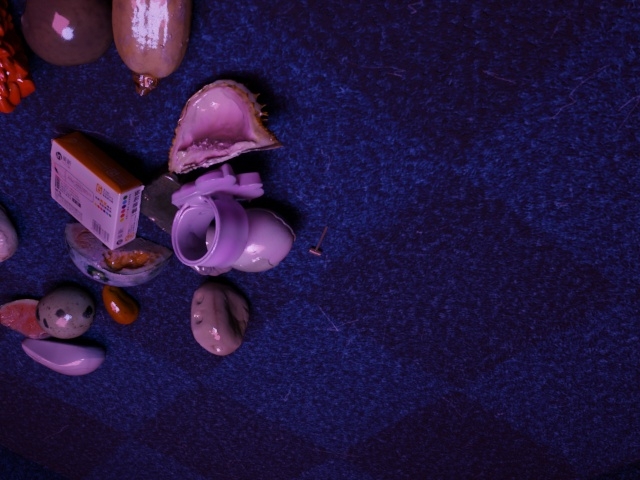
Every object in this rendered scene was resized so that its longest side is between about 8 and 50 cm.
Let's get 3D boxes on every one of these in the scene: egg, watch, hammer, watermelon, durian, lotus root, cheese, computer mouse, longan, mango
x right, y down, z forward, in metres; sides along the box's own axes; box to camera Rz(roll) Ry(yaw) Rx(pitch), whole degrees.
[{"bbox_3d":[-0.172,-0.006,1.681,0.217,0.183,0.183,-16,124,24],"label":"egg"},{"bbox_3d":[-0.256,-0.046,1.540,0.248,0.218,0.210,-18,165,36],"label":"watch"},{"bbox_3d":[0.000,0.000,1.755,0.035,0.019,0.110,21,129,-5],"label":"hammer"},{"bbox_3d":[-1.031,0.282,2.195,0.231,0.129,0.146,27,162,-1],"label":"watermelon"},{"bbox_3d":[-0.237,-0.291,1.484,0.304,0.185,0.196,-10,101,29],"label":"durian"},{"bbox_3d":[-0.371,-0.480,1.348,0.169,0.152,0.343,8,133,-11],"label":"lotus root"},{"bbox_3d":[-0.308,0.238,1.913,0.117,0.218,0.235,-16,92,27],"label":"cheese"},{"bbox_3d":[-0.869,0.243,2.061,0.228,0.177,0.177,-2,130,29],"label":"egg"},{"bbox_3d":[-0.641,0.081,1.869,0.321,0.175,0.188,20,131,-2],"label":"watermelon"},{"bbox_3d":[-0.942,0.427,2.237,0.296,0.121,0.184,8,174,-3],"label":"computer mouse"},{"bbox_3d":[-0.557,-0.490,1.357,0.196,0.197,0.220,32,122,-14],"label":"longan"},{"bbox_3d":[-0.680,0.217,2.043,0.084,0.105,0.159,-35,112,14],"label":"mango"}]

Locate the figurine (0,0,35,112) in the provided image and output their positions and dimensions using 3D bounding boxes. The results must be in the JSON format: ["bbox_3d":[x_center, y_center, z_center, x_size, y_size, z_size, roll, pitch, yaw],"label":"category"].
[{"bbox_3d":[-0.863,-0.446,1.375,0.241,0.411,0.307,7,92,41],"label":"figurine"}]

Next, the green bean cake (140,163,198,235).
[{"bbox_3d":[-0.404,-0.113,1.702,0.183,0.094,0.185,-29,119,31],"label":"green bean cake"}]

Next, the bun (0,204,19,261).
[{"bbox_3d":[-1.056,-0.033,1.894,0.238,0.141,0.239,3,131,3],"label":"bun"}]

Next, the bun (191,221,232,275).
[{"bbox_3d":[-0.326,0.038,1.797,0.172,0.120,0.173,6,133,6],"label":"bun"}]

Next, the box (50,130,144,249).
[{"bbox_3d":[-0.619,-0.138,1.671,0.273,0.091,0.221,38,132,14],"label":"box"}]
